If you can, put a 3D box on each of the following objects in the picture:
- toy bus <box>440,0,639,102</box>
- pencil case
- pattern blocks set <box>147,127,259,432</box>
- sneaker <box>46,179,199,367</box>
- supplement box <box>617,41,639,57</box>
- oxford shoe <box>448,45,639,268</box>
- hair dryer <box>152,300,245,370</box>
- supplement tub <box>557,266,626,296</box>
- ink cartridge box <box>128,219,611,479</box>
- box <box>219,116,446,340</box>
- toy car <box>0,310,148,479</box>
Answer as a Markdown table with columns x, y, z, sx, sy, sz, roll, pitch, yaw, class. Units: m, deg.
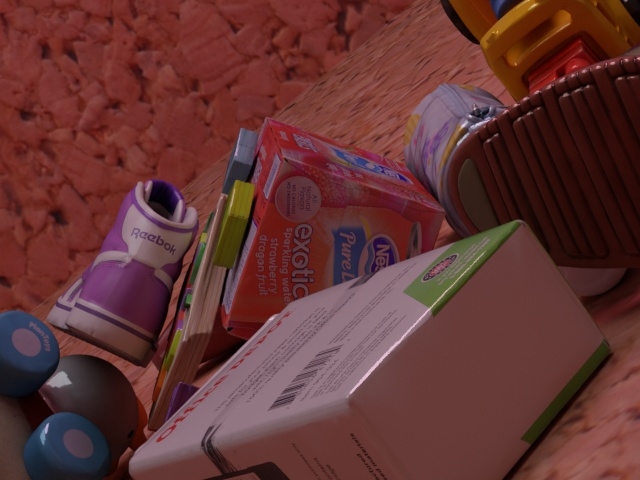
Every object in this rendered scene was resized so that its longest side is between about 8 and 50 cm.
| x | y | z | sx | sy | sz | roll | pitch | yaw | class |
| --- | --- | --- | --- | --- | --- | --- | --- | --- | --- |
| 0.205 | -0.180 | 1.714 | 0.149 | 0.220 | 0.211 | -37 | 16 | 23 | toy bus |
| 0.140 | -0.069 | 1.672 | 0.113 | 0.124 | 0.273 | -36 | 9 | 2 | pencil case |
| -0.109 | 0.065 | 1.628 | 0.325 | 0.026 | 0.285 | -82 | 12 | -56 | pattern blocks set |
| -0.167 | 0.028 | 1.746 | 0.161 | 0.102 | 0.282 | -67 | 12 | -8 | sneaker |
| 0.266 | -0.100 | 1.439 | 0.188 | 0.104 | 0.081 | -33 | 10 | 21 | supplement box |
| 0.277 | -0.084 | 1.260 | 0.397 | 0.140 | 0.146 | -16 | 13 | 26 | oxford shoe |
| -0.059 | 0.051 | 2.027 | 0.293 | 0.080 | 0.223 | -36 | -7 | -25 | hair dryer |
| 0.198 | -0.013 | 1.378 | 0.071 | 0.071 | 0.107 | -30 | 13 | 32 | supplement tub |
| 0.026 | 0.112 | 1.273 | 0.198 | 0.115 | 0.273 | -44 | 13 | -35 | ink cartridge box |
| 0.000 | 0.000 | 1.640 | 0.300 | 0.142 | 0.154 | -117 | 46 | -80 | box |
| -0.238 | 0.186 | 1.781 | 0.238 | 0.210 | 0.219 | -8 | -30 | -47 | toy car |
